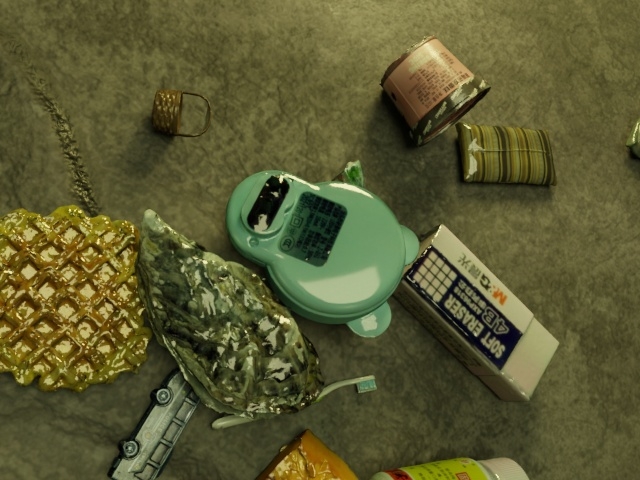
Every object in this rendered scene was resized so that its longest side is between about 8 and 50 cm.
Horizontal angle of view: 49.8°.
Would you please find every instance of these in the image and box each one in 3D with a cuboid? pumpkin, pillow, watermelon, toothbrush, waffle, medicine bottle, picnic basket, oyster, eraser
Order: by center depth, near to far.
[{"bbox_3d":[-0.042,0.378,0.880,0.139,0.190,0.280,47,65,-4],"label":"pumpkin"},{"bbox_3d":[-0.340,0.075,0.910,0.245,0.052,0.255,-1,77,-23],"label":"waffle"},{"bbox_3d":[-0.134,0.103,0.924,0.158,0.162,0.351,-30,109,17],"label":"oyster"},{"bbox_3d":[0.184,0.390,0.994,0.225,0.139,0.139,-1,78,-22],"label":"medicine bottle"},{"bbox_3d":[-0.034,0.234,1.010,0.262,0.022,0.026,-8,69,-23],"label":"toothbrush"},{"bbox_3d":[-0.202,-0.186,1.015,0.083,0.072,0.072,6,75,-7],"label":"picnic basket"},{"bbox_3d":[0.246,0.120,1.112,0.287,0.086,0.130,43,66,-7],"label":"eraser"},{"bbox_3d":[0.040,-0.098,1.113,0.060,0.085,0.085,-2,77,8],"label":"watermelon"},{"bbox_3d":[0.338,-0.154,1.239,0.203,0.038,0.113,-1,78,-22],"label":"pillow"}]

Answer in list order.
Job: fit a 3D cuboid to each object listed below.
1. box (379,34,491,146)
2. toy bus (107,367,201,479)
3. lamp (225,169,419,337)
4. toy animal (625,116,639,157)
[{"bbox_3d":[0.181,-0.253,1.147,0.151,0.151,0.135,-37,84,-25],"label":"box"},{"bbox_3d":[-0.216,0.251,0.921,0.065,0.047,0.166,36,67,-14],"label":"toy bus"},{"bbox_3d":[-0.004,0.004,1.006,0.284,0.147,0.210,33,63,-17],"label":"lamp"},{"bbox_3d":[0.721,-0.174,1.357,0.236,0.108,0.138,25,69,-15],"label":"toy animal"}]
